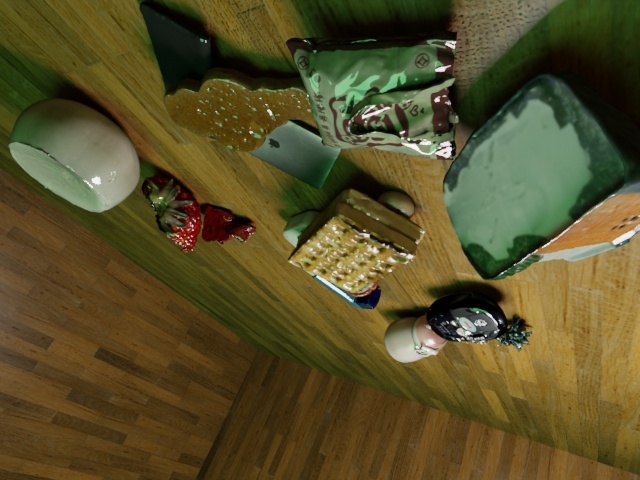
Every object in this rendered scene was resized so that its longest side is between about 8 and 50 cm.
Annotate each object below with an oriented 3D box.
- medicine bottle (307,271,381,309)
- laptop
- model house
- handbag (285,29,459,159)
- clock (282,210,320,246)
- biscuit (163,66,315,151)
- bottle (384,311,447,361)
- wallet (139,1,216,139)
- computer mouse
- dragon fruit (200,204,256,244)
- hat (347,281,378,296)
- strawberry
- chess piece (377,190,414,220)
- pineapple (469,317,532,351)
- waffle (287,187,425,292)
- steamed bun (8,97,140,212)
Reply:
[{"bbox_3d":[0.065,0.131,1.342,0.258,0.079,0.124,35,158,-19],"label":"medicine bottle"},{"bbox_3d":[-0.096,-0.212,0.903,0.268,0.015,0.188,27,155,-3],"label":"laptop"},{"bbox_3d":[0.375,-0.079,0.600,0.300,0.190,0.271,-2,150,-20],"label":"model house"},{"bbox_3d":[0.081,-0.205,0.622,0.234,0.127,0.213,11,150,23],"label":"handbag"},{"bbox_3d":[0.000,0.000,1.169,0.191,0.062,0.151,38,151,-25],"label":"clock"},{"bbox_3d":[-0.141,-0.246,0.790,0.319,0.047,0.183,-3,150,30],"label":"biscuit"},{"bbox_3d":[0.327,0.315,1.386,0.147,0.148,0.236,30,150,-9],"label":"bottle"},{"bbox_3d":[-0.261,-0.314,0.830,0.145,0.030,0.285,28,156,6],"label":"wallet"},{"bbox_3d":[0.396,0.201,1.138,0.137,0.096,0.233,53,145,-11],"label":"computer mouse"},{"bbox_3d":[-0.284,-0.051,1.358,0.192,0.123,0.092,6,-171,29],"label":"dragon fruit"},{"bbox_3d":[0.104,0.104,1.214,0.112,0.094,0.162,19,162,19],"label":"hat"},{"bbox_3d":[-0.453,-0.089,1.354,0.234,0.137,0.306,57,170,7],"label":"strawberry"},{"bbox_3d":[0.162,-0.072,0.910,0.083,0.038,0.084,19,154,9],"label":"chess piece"},{"bbox_3d":[0.479,0.259,1.204,0.221,0.083,0.103,0,141,42],"label":"pineapple"},{"bbox_3d":[0.072,0.014,0.980,0.212,0.091,0.308,27,152,-11],"label":"waffle"},{"bbox_3d":[-0.643,-0.236,1.137,0.324,0.207,0.324,20,152,11],"label":"steamed bun"}]
